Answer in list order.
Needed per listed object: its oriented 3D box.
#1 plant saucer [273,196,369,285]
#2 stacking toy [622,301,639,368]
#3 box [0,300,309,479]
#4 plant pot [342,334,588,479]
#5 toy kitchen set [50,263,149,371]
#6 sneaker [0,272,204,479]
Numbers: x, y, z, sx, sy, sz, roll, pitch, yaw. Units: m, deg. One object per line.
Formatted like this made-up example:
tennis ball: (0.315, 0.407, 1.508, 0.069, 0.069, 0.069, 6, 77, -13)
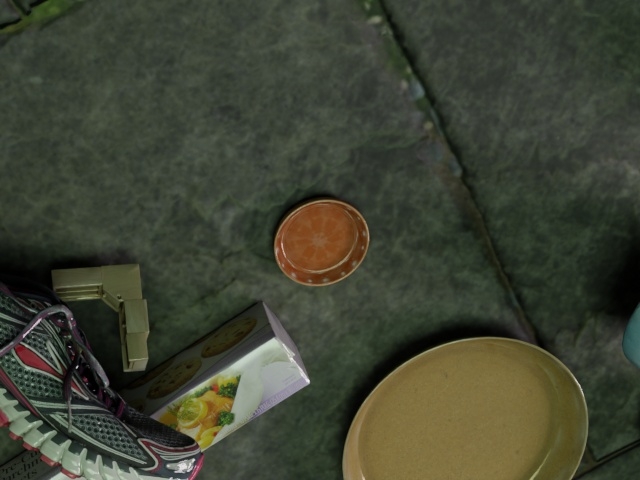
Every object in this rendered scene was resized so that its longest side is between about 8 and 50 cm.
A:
plant saucer: (0.000, 0.000, 1.465, 0.083, 0.013, 0.083, -6, 118, -10)
stacking toy: (0.417, 0.023, 1.552, 0.309, 0.130, 0.279, -52, 144, 12)
box: (-0.162, 0.172, 1.486, 0.324, 0.067, 0.063, -32, 120, 5)
plant pot: (0.132, 0.184, 1.586, 0.236, 0.032, 0.236, -6, 119, -11)
toy kitchen set: (-0.185, 0.072, 1.429, 0.075, 0.083, 0.068, -4, 160, -12)
sneaker: (-0.219, 0.104, 1.372, 0.299, 0.121, 0.112, 35, 93, -8)
